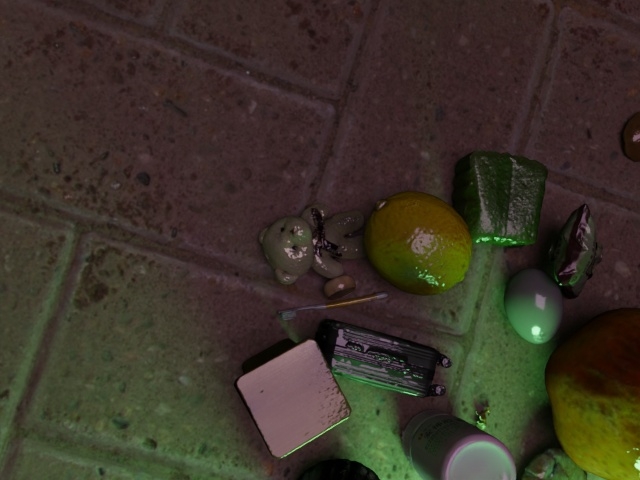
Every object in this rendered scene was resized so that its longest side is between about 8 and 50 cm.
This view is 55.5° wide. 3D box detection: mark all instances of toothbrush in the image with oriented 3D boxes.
[{"bbox_3d":[0.035,0.166,1.549,0.288,0.021,0.024,-10,99,-10],"label":"toothbrush"}]

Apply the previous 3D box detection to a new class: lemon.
[{"bbox_3d":[0.238,0.007,1.484,0.267,0.267,0.267,1,86,-10],"label":"lemon"}]

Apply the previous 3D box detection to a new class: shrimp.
[{"bbox_3d":[0.574,0.753,1.572,0.221,0.110,0.445,26,81,-23],"label":"shrimp"}]

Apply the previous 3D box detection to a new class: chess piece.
[{"bbox_3d":[0.048,0.118,1.522,0.084,0.083,0.038,-16,69,-11],"label":"chess piece"}]

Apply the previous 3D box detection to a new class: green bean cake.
[{"bbox_3d":[0.463,-0.102,1.593,0.222,0.125,0.248,10,82,-8],"label":"green bean cake"}]

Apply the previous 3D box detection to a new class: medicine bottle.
[{"bbox_3d":[0.316,0.512,1.437,0.178,0.291,0.178,1,87,-10],"label":"medicine bottle"}]

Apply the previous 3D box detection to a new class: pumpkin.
[{"bbox_3d":[0.044,0.641,1.427,0.250,0.216,0.249,4,102,20],"label":"pumpkin"}]

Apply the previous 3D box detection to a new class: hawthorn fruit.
[{"bbox_3d":[0.795,0.377,1.464,0.472,0.472,0.471,1,86,-10],"label":"hawthorn fruit"}]

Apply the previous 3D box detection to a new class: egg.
[{"bbox_3d":[0.553,0.170,1.577,0.146,0.146,0.198,-11,98,-11],"label":"egg"}]

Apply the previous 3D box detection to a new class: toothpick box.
[{"bbox_3d":[-0.080,0.329,1.371,0.190,0.308,0.187,-29,91,-11],"label":"toothpick box"}]

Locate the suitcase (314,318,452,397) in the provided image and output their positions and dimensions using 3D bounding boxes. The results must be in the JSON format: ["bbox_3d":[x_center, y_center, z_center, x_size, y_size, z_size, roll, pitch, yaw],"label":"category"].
[{"bbox_3d":[0.137,0.285,1.467,0.312,0.202,0.128,17,83,-9],"label":"suitcase"}]

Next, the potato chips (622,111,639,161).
[{"bbox_3d":[0.955,-0.303,1.730,0.202,0.049,0.150,-7,93,-16],"label":"potato chips"}]

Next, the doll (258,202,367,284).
[{"bbox_3d":[-0.001,-0.005,1.503,0.278,0.149,0.175,-13,56,-23],"label":"doll"}]

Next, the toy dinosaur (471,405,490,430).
[{"bbox_3d":[0.416,0.483,1.590,0.041,0.026,0.113,33,72,-23],"label":"toy dinosaur"}]

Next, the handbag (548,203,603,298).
[{"bbox_3d":[0.659,0.035,1.567,0.127,0.235,0.213,10,80,29],"label":"handbag"}]
